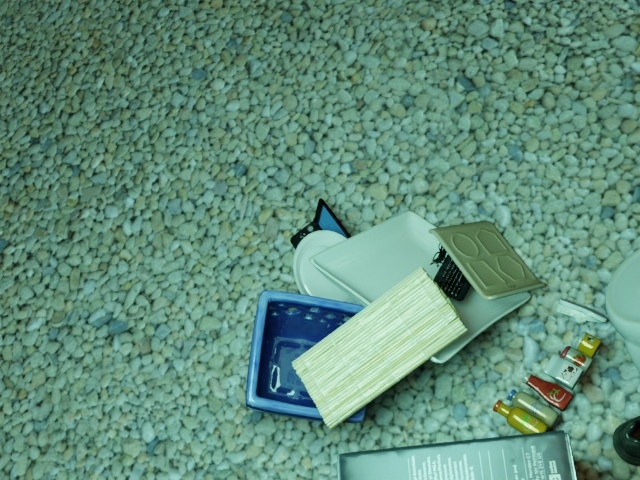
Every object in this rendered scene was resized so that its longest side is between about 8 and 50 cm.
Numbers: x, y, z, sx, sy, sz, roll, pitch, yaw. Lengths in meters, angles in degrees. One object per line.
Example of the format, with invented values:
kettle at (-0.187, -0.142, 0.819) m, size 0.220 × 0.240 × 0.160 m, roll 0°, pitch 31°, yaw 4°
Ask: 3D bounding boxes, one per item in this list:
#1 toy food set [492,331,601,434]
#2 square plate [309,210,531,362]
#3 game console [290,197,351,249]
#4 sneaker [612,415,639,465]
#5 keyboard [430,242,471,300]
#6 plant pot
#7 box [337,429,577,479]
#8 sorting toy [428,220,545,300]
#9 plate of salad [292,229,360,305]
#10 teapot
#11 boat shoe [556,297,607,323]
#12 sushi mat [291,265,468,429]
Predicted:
toy food set at (0.440, 0.270, 1.499) m, size 0.104 × 0.111 × 0.232 m, roll 31°, pitch 83°, yaw 26°
square plate at (0.206, 0.089, 1.592) m, size 0.347 × 0.049 × 0.344 m, roll 38°, pitch 41°, yaw 27°
game console at (0.000, 0.000, 1.774) m, size 0.124 × 0.085 × 0.144 m, roll -37°, pitch 62°, yaw 1°
sneaker at (0.676, 0.341, 1.382) m, size 0.286 × 0.130 × 0.109 m, roll -18°, pitch 63°, yaw 10°
keyboard at (0.280, 0.046, 1.604) m, size 0.100 × 0.038 × 0.192 m, roll 25°, pitch 36°, yaw 12°
plant pot at (-0.031, 0.252, 1.584) m, size 0.235 × 0.212 × 0.236 m, roll 9°, pitch 70°, yaw -5°
box at (0.260, 0.483, 1.372) m, size 0.395 × 0.293 × 0.212 m, roll -10°, pitch 65°, yaw 14°
sorting toy at (0.344, 0.042, 1.608) m, size 0.208 × 0.193 × 0.038 m, roll 53°, pitch 132°, yaw 30°
plate of salad at (0.025, 0.072, 1.722) m, size 0.199 × 0.048 × 0.200 m, roll 11°, pitch 109°, yaw 33°
teapot at (0.680, 0.124, 1.443) m, size 0.256 × 0.187 × 0.253 m, roll -28°, pitch 30°, yaw 38°
boat shoe at (0.528, 0.151, 1.566) m, size 0.100 × 0.035 × 0.035 m, roll 22°, pitch 104°, yaw 21°
sushi mat at (0.106, 0.196, 1.427) m, size 0.316 × 0.019 × 0.151 m, roll -37°, pitch 62°, yaw 4°
